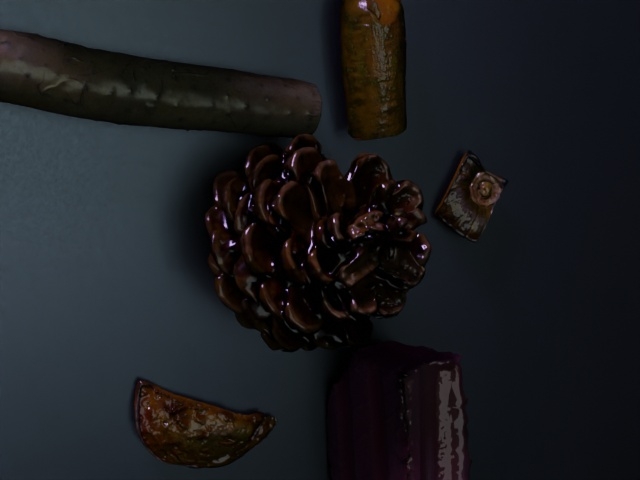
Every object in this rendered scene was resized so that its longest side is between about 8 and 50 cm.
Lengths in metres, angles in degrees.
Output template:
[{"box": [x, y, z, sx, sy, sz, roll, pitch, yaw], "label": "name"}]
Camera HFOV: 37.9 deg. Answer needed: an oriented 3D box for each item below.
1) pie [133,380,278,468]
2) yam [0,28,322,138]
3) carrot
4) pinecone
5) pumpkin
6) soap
[{"box": [-0.143, 0.232, 1.112, 0.191, 0.033, 0.088, 20, 95, -27], "label": "pie"}, {"box": [-0.177, -0.158, 0.990, 0.371, 0.083, 0.083, 6, 98, -25], "label": "yam"}, {"box": [0.062, -0.209, 1.095, 0.082, 0.082, 0.173, -11, 112, -23], "label": "carrot"}, {"box": [-0.003, 0.012, 1.015, 0.243, 0.257, 0.244, -17, 119, -33], "label": "pinecone"}, {"box": [0.193, -0.057, 1.213, 0.073, 0.035, 0.101, 30, 90, -16], "label": "pumpkin"}, {"box": [0.094, 0.273, 1.151, 0.112, 0.182, 0.289, -6, 97, -26], "label": "soap"}]
